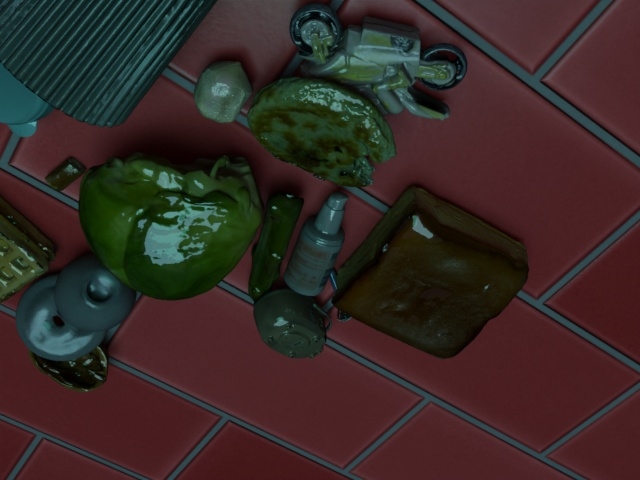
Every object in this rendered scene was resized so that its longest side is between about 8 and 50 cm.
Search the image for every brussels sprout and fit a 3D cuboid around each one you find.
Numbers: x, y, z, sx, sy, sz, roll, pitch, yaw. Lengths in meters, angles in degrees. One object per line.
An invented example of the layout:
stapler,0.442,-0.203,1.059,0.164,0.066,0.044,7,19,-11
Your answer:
brussels sprout,-0.299,-0.041,1.400,0.372,0.276,0.314,-9,110,1

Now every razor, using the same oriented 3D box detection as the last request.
razor,0.040,0.118,1.615,0.040,0.068,0.134,-17,109,11

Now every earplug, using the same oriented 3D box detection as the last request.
earplug,-0.571,0.156,1.592,0.326,0.175,0.214,-35,100,22

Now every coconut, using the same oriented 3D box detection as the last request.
coconut,-0.182,-0.293,1.315,0.110,0.110,0.124,27,128,-14

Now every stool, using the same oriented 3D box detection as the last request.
stool,-0.347,-0.407,1.147,0.330,0.297,0.297,-40,113,21

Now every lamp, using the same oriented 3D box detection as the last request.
lamp,-0.602,-0.345,1.277,0.209,0.147,0.284,-29,122,23

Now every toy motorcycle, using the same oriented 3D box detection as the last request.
toy motorcycle,0.096,-0.310,1.286,0.341,0.107,0.222,12,130,-7

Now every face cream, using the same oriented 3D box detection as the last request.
face cream,0.000,0.000,1.503,0.101,0.101,0.251,17,123,-8

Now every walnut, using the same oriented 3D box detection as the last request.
walnut,-0.629,0.285,1.738,0.211,0.087,0.167,36,111,-14

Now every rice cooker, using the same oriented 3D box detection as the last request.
rice cooker,-0.066,0.198,1.610,0.145,0.127,0.206,-34,128,21

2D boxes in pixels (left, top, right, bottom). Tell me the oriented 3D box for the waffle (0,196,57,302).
waffle,-0.812,-0.023,1.526,0.261,0.114,0.376,-28,118,21

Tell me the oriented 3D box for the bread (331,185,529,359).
bread,0.242,0.079,1.517,0.333,0.143,0.323,26,122,-14

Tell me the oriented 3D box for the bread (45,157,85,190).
bread,-0.555,-0.142,1.478,0.083,0.036,0.047,-31,120,24

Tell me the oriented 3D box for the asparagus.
asparagus,-0.107,0.012,1.528,0.082,0.085,0.343,-3,135,-24

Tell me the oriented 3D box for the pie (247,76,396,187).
pie,-0.001,-0.208,1.324,0.303,0.066,0.302,16,154,8
